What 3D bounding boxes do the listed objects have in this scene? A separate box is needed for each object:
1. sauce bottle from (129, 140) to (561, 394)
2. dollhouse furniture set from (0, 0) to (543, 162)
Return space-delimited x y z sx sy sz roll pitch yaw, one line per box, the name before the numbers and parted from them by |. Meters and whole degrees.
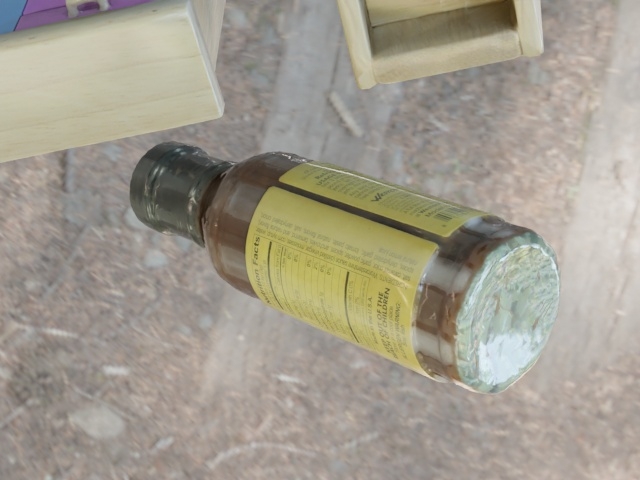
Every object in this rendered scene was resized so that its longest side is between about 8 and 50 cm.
sauce bottle | 0.000 0.000 0.952 0.111 0.344 0.111 -19 118 -38
dollhouse furniture set | -0.088 -0.216 0.516 0.286 0.198 0.303 -11 125 8
